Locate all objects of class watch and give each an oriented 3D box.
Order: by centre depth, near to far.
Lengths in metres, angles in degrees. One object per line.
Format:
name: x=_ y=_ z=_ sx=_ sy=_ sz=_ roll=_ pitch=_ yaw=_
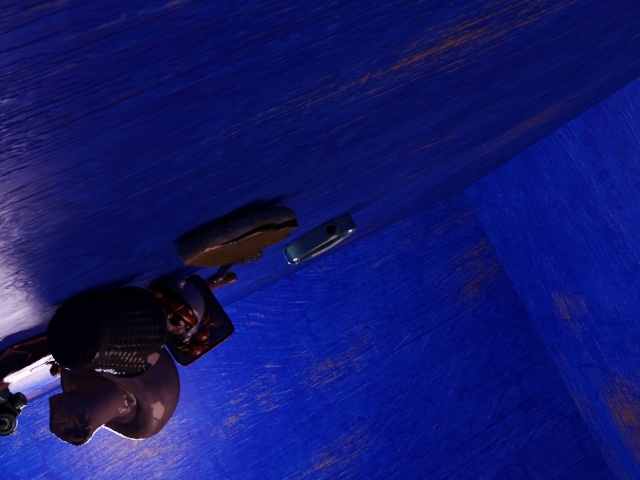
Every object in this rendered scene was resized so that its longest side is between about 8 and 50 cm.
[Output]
watch: x=0.000 y=0.000 z=2.083 sx=0.237 sy=0.068 sz=0.195 roll=-28 pitch=175 yaw=1

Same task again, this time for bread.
bread: x=-0.140 y=-0.009 z=1.228 sx=0.207 sy=0.056 sz=0.286 roll=-24 pitch=176 yaw=0

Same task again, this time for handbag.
handbag: x=-0.620 y=0.255 z=1.442 sx=0.212 sy=0.059 sz=0.157 roll=-32 pitch=173 yaw=40

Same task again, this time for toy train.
toy train: x=-0.794 y=0.395 z=1.513 sx=0.248 sy=0.159 sz=0.101 roll=-32 pitch=-152 yaw=-3

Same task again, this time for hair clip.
hair clip: x=-0.212 y=0.059 z=1.718 sx=0.066 sy=0.036 sz=0.229 roll=-24 pitch=-177 yaw=25

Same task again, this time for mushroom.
mushroom: x=-0.482 y=0.352 z=1.551 sx=0.297 sy=0.298 sz=0.290 roll=-30 pitch=-165 yaw=34

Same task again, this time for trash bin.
trash bin: x=-0.390 y=0.165 z=1.216 sx=0.175 sy=0.176 sz=0.161 roll=-28 pitch=164 yaw=16

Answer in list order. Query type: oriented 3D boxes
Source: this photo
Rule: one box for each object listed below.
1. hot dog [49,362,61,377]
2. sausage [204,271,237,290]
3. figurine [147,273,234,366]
hot dog: x=-0.778 y=0.385 z=2.105 sx=0.071 sy=0.045 sz=0.165 roll=-26 pitch=177 yaw=13
sausage: x=-0.316 y=0.132 z=1.906 sx=0.186 sy=0.043 sz=0.043 roll=-28 pitch=176 yaw=19
figurine: x=-0.313 y=0.155 z=1.505 sx=0.160 sy=0.183 sz=0.226 roll=-35 pitch=164 yaw=-9
